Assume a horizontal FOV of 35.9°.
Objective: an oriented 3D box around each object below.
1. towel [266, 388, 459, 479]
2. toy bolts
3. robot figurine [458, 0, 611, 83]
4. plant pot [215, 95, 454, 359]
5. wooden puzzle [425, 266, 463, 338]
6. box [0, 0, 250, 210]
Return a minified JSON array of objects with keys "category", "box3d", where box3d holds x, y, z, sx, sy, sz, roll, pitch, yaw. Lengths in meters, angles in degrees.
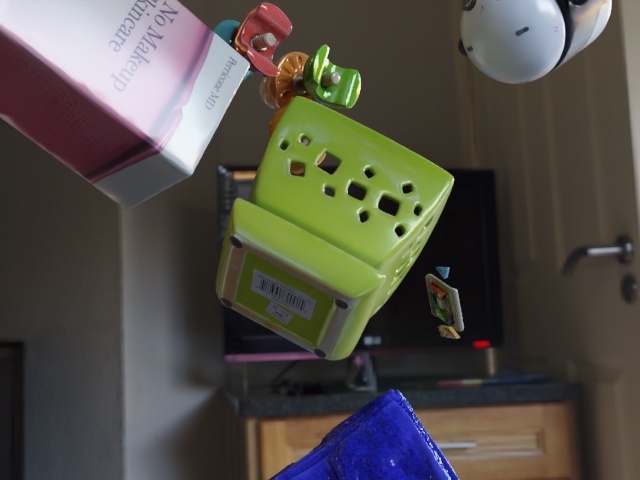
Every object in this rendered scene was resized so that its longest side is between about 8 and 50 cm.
[{"category":"towel","box3d":[0.011,0.326,1.080,0.308,0.227,0.076,-36,-39,4]},{"category":"toy bolts","box3d":[-0.088,-0.216,1.441,0.159,0.218,0.228,-5,-32,44]},{"category":"robot figurine","box3d":[0.328,-0.348,1.496,0.174,0.209,0.278,35,47,21]},{"category":"plant pot","box3d":[0.000,0.000,1.215,0.228,0.207,0.227,29,-35,6]},{"category":"wooden puzzle","box3d":[0.169,0.087,1.363,0.014,0.116,0.078,-21,16,-20]},{"category":"box","box3d":[-0.206,-0.162,0.893,0.232,0.148,0.127,38,-34,-24]}]
